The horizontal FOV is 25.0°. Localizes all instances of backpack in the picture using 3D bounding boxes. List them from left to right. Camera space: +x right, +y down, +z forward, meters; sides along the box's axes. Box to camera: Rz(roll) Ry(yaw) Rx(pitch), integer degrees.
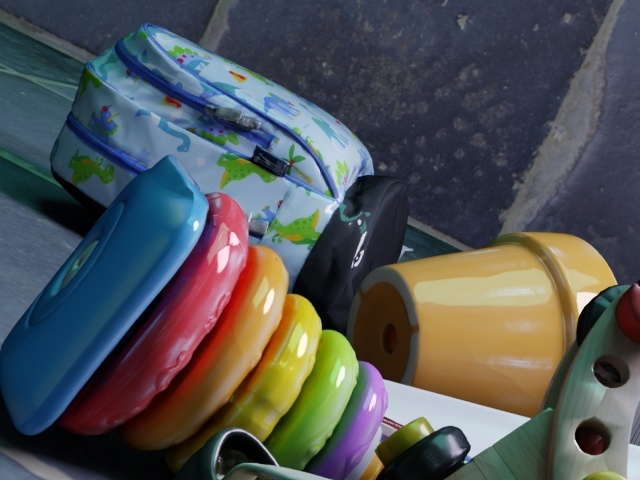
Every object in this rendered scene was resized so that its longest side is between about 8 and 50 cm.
[{"bbox_3d":[-0.096,-0.066,1.476,0.355,0.273,0.290,14,11,12],"label":"backpack"}]

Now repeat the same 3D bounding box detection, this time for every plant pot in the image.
[{"bbox_3d":[0.133,0.091,1.274,0.188,0.205,0.205,3,17,-27],"label":"plant pot"}]

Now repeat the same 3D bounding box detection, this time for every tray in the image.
[{"bbox_3d":[0.122,0.160,1.040,0.270,0.030,0.145,14,17,13],"label":"tray"}]

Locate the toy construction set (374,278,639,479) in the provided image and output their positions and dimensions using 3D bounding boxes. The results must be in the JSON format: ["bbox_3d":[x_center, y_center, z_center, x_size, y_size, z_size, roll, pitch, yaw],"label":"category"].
[{"bbox_3d":[0.157,0.172,0.748,0.237,0.257,0.309,-23,6,-17],"label":"toy construction set"}]

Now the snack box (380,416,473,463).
[{"bbox_3d":[0.096,0.177,0.942,0.178,0.064,0.022,25,9,-1],"label":"snack box"}]

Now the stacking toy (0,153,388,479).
[{"bbox_3d":[-0.026,0.102,0.861,0.302,0.166,0.175,39,2,-15],"label":"stacking toy"}]

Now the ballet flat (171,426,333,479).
[{"bbox_3d":[0.022,0.168,0.618,0.280,0.096,0.095,31,8,37],"label":"ballet flat"}]

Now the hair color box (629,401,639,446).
[{"bbox_3d":[0.456,0.251,1.498,0.339,0.110,0.185,22,6,-36],"label":"hair color box"}]

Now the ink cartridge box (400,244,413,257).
[{"bbox_3d":[0.000,0.000,1.936,0.165,0.065,0.332,28,9,20],"label":"ink cartridge box"}]
